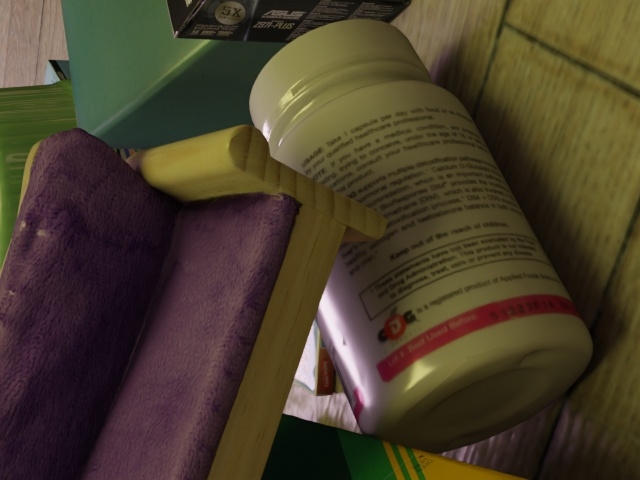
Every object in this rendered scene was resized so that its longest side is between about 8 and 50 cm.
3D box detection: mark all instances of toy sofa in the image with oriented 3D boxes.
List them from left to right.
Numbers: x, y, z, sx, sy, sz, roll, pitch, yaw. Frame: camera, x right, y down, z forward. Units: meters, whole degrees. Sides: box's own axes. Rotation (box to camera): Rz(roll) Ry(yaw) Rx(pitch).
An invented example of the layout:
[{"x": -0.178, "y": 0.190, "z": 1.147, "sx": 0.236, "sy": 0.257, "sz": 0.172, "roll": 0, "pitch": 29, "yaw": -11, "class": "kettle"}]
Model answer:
[{"x": -0.117, "y": 0.113, "z": 0.614, "sx": 0.150, "sy": 0.177, "sz": 0.363, "roll": -3, "pitch": 64, "yaw": 57, "class": "toy sofa"}]

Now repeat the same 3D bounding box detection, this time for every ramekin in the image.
[{"x": -0.379, "y": -0.057, "z": 1.408, "sx": 0.303, "sy": 0.148, "sz": 0.304, "roll": 11, "pitch": 103, "yaw": 58, "class": "ramekin"}]

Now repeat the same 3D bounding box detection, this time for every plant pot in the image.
[{"x": -0.111, "y": -0.198, "z": 1.027, "sx": 0.234, "sy": 0.165, "sz": 0.166, "roll": -21, "pitch": 74, "yaw": 49, "class": "plant pot"}]

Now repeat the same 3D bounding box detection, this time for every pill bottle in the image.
[{"x": 0.057, "y": -0.008, "z": 0.761, "sx": 0.160, "sy": 0.160, "sz": 0.283, "roll": -56, "pitch": 47, "yaw": 45, "class": "pill bottle"}]

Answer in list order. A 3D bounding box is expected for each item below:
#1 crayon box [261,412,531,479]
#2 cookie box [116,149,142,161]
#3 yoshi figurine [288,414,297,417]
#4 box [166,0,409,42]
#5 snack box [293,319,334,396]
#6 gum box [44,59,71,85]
[{"x": 0.069, "y": 0.299, "z": 0.697, "sx": 0.313, "sy": 0.106, "sz": 0.363, "roll": -1, "pitch": 119, "yaw": 58, "class": "crayon box"}, {"x": -0.251, "y": -0.079, "z": 1.378, "sx": 0.107, "sy": 0.040, "sz": 0.092, "roll": -52, "pitch": 49, "yaw": 48, "class": "cookie box"}, {"x": -0.103, "y": 0.223, "z": 0.987, "sx": 0.203, "sy": 0.203, "sz": 0.362, "roll": 16, "pitch": 146, "yaw": 19, "class": "yoshi figurine"}, {"x": -0.037, "y": -0.240, "z": 0.873, "sx": 0.077, "sy": 0.180, "sz": 0.147, "roll": -35, "pitch": 63, "yaw": 55, "class": "box"}, {"x": -0.008, "y": 0.050, "z": 1.006, "sx": 0.064, "sy": 0.022, "sz": 0.178, "roll": 19, "pitch": 109, "yaw": 56, "class": "snack box"}, {"x": -0.362, "y": -0.140, "z": 1.555, "sx": 0.157, "sy": 0.041, "sz": 0.184, "roll": 52, "pitch": 134, "yaw": 43, "class": "gum box"}]
